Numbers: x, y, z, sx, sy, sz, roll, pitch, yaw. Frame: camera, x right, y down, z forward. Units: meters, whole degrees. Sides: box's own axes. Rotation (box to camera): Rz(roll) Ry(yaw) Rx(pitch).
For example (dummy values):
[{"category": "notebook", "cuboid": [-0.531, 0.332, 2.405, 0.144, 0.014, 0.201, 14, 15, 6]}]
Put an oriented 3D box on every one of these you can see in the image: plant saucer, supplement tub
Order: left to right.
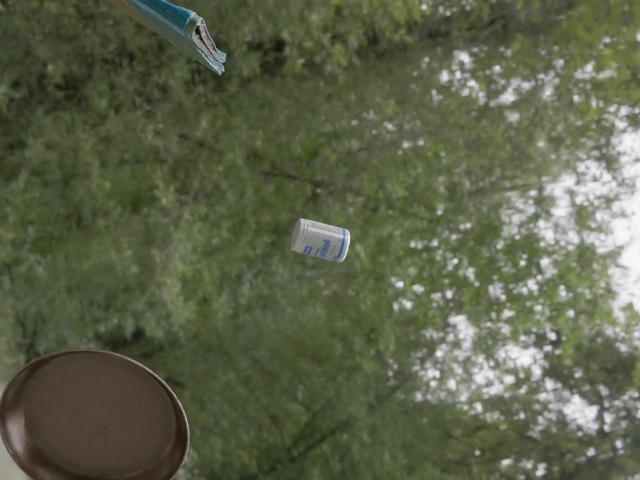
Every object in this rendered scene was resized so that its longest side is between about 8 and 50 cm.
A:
[{"category": "plant saucer", "cuboid": [-0.365, 0.297, 1.695, 0.050, 0.310, 0.311, -85, 172, -64]}, {"category": "supplement tub", "cuboid": [0.000, 0.000, 2.099, 0.071, 0.107, 0.071, -167, -90, -78]}]

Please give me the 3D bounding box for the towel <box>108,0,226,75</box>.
[{"category": "towel", "cuboid": [-0.331, -0.419, 1.745, 0.370, 0.040, 0.271, 34, -1, 7]}]
